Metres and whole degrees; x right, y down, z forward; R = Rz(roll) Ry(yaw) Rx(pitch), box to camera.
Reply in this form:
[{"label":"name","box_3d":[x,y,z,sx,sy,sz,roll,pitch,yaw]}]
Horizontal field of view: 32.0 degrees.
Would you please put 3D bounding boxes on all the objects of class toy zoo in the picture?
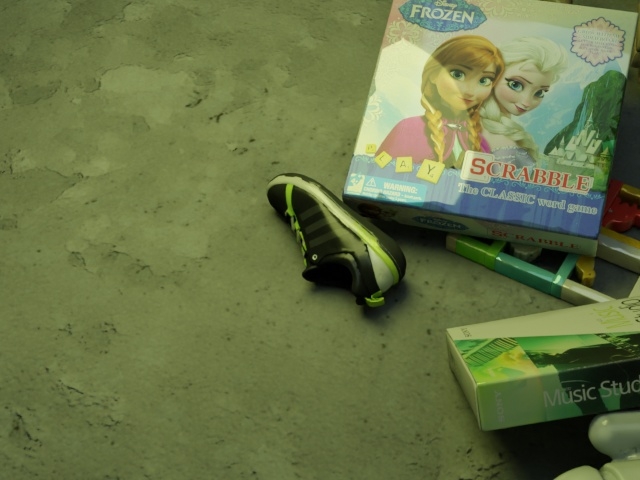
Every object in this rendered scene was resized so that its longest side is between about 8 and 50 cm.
[{"label":"toy zoo","box_3d":[0.331,-0.006,1.400,0.293,0.030,0.192,24,57,22]}]

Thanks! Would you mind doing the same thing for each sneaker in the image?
[{"label":"sneaker","box_3d":[0.000,0.000,1.389,0.235,0.084,0.097,34,68,31]}]

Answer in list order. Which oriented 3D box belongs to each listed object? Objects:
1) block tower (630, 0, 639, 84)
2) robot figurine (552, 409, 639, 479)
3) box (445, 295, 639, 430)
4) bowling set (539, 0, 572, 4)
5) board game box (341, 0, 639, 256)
[{"label":"block tower","box_3d":[0.597,-0.255,1.525,0.335,0.091,0.097,10,52,6]},{"label":"robot figurine","box_3d":[0.340,0.300,1.042,0.353,0.200,0.300,-8,63,-1]},{"label":"box","box_3d":[0.306,0.118,1.190,0.322,0.058,0.232,-11,9,0]},{"label":"bowling set","box_3d":[0.279,-0.298,1.577,0.200,0.287,0.154,-37,33,31]},{"label":"board game box","box_3d":[0.218,-0.160,1.414,0.319,0.066,0.318,10,71,13]}]
